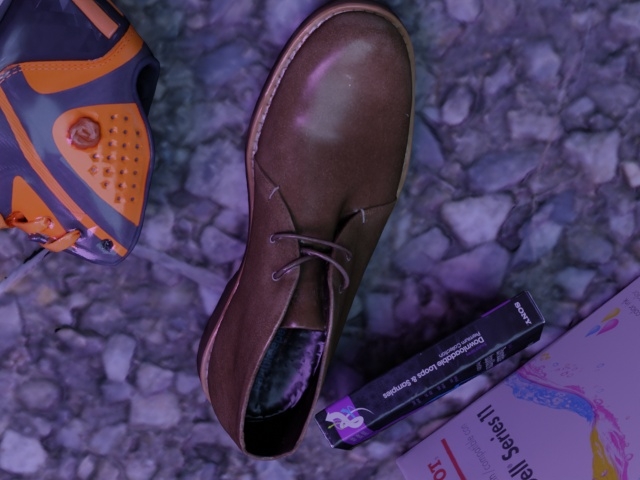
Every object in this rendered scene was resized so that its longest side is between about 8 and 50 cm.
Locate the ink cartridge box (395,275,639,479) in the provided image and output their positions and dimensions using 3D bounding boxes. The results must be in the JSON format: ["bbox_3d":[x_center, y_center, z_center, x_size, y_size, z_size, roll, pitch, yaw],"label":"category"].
[{"bbox_3d":[0.188,0.177,0.959,0.353,0.207,0.119,-38,117,5],"label":"ink cartridge box"}]

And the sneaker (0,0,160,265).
[{"bbox_3d":[-0.213,-0.009,0.833,0.180,0.124,0.321,36,101,-23],"label":"sneaker"}]

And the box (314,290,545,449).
[{"bbox_3d":[0.077,0.092,0.953,0.162,0.116,0.029,-32,78,1],"label":"box"}]

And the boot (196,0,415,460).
[{"bbox_3d":[0.000,0.000,0.893,0.112,0.115,0.305,12,109,-14],"label":"boot"}]
